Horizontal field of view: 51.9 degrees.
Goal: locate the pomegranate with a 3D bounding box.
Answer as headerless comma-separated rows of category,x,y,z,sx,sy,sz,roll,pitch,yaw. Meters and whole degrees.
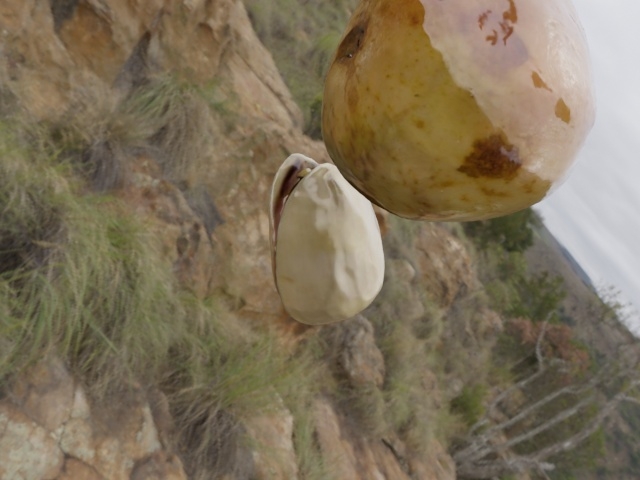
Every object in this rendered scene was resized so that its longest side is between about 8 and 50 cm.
pomegranate,0.113,-0.112,0.508,0.215,0.215,0.215,48,14,-16

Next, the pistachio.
pistachio,0.000,0.000,0.839,0.157,0.157,0.229,-103,-178,-61
